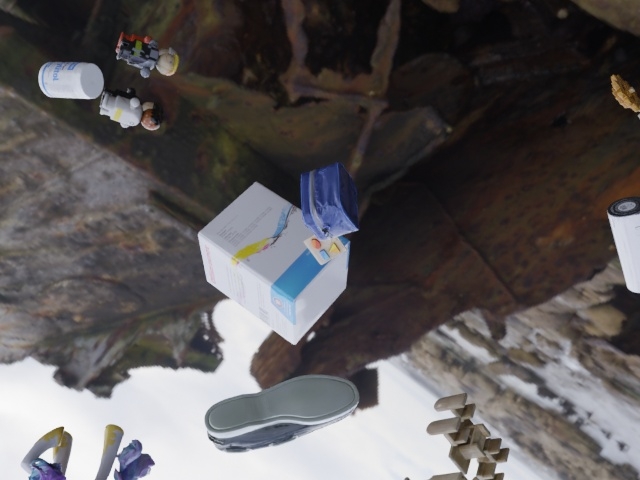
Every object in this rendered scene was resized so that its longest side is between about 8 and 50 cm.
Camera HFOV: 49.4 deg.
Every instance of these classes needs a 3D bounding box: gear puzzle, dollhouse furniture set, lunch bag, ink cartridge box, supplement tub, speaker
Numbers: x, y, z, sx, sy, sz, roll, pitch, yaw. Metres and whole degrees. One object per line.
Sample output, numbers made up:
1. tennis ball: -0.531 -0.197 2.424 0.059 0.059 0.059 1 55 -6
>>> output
1. gear puzzle: 0.640 -0.168 1.302 0.339 0.044 0.175 55 -142 3
2. dollhouse furniture set: 0.321 0.540 1.705 0.161 0.242 0.212 -24 113 39
3. lunch bag: 0.008 -0.046 0.912 0.067 0.065 0.098 51 -150 -47
4. ink cartridge box: -0.102 0.048 1.548 0.270 0.197 0.198 33 150 20
5. supplement tub: -0.490 -0.315 1.367 0.107 0.071 0.071 6 162 22
6. speaker: 0.457 0.008 1.004 0.055 0.055 0.136 29 148 61

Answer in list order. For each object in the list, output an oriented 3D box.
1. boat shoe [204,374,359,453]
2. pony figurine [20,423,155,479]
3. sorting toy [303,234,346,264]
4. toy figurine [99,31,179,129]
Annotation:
1. boat shoe: -0.072 0.343 1.365 0.114 0.303 0.091 -98 -1 -49
2. pony figurine: -0.479 0.546 1.390 0.351 0.303 0.363 19 -147 0
3. sorting toy: 0.000 0.000 1.247 0.083 0.062 0.012 53 -156 -15
4. toy figurine: -0.409 -0.360 1.598 0.148 0.213 0.209 16 -168 -22
